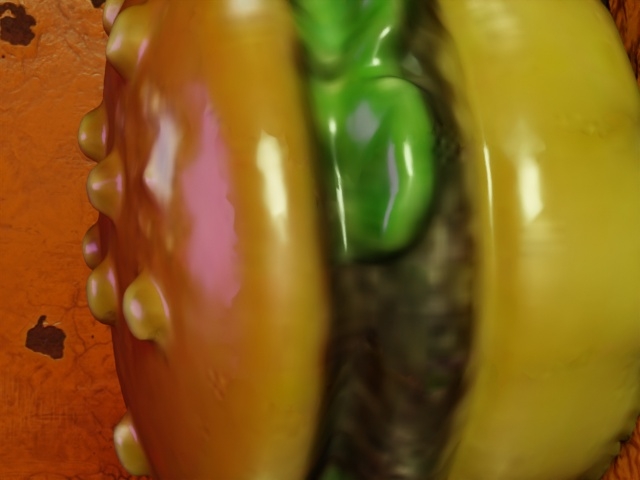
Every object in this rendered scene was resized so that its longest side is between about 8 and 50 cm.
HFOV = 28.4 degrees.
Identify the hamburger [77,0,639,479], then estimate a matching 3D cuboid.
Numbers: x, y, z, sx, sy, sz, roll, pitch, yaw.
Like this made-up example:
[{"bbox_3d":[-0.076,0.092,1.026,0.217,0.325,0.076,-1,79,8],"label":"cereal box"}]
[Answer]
[{"bbox_3d":[0.000,0.000,0.760,0.396,0.277,0.396,177,90,-73],"label":"hamburger"}]
